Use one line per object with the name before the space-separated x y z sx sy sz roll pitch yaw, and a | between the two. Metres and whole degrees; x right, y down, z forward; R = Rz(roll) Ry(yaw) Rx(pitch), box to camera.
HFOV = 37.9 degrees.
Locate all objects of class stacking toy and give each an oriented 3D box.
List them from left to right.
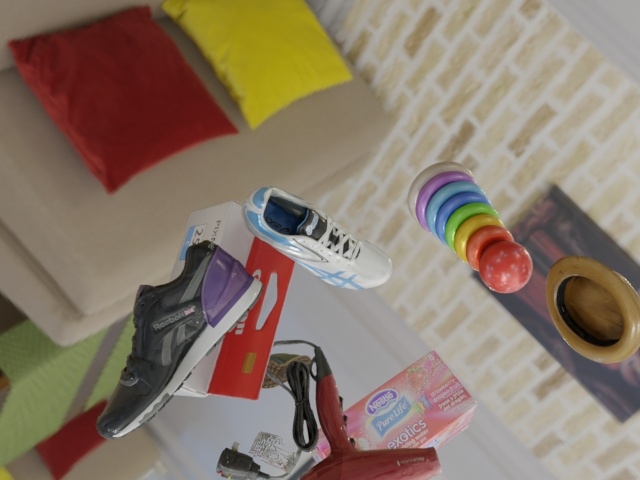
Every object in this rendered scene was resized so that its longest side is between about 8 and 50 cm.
stacking toy | 0.276 -0.012 1.670 0.141 0.330 0.141 -9 124 -14

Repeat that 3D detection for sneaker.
sneaker | -0.213 0.123 1.219 0.283 0.124 0.107 -49 -167 -12
sneaker | -0.117 0.297 2.129 0.192 0.064 0.086 -7 -177 -40
sneaker | 0.000 0.000 1.306 0.085 0.237 0.086 -67 -166 -17

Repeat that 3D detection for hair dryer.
hair dryer | 0.020 0.260 1.240 0.080 0.293 0.223 75 38 -67

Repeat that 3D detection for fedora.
fedora | 0.455 0.102 1.506 0.079 0.194 0.194 -21 159 -30

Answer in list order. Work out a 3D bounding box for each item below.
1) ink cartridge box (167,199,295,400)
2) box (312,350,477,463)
ink cartridge box | -0.150 0.085 1.394 0.261 0.066 0.296 -9 -119 53
box | 0.140 0.368 1.806 0.300 0.142 0.154 -33 157 -14
